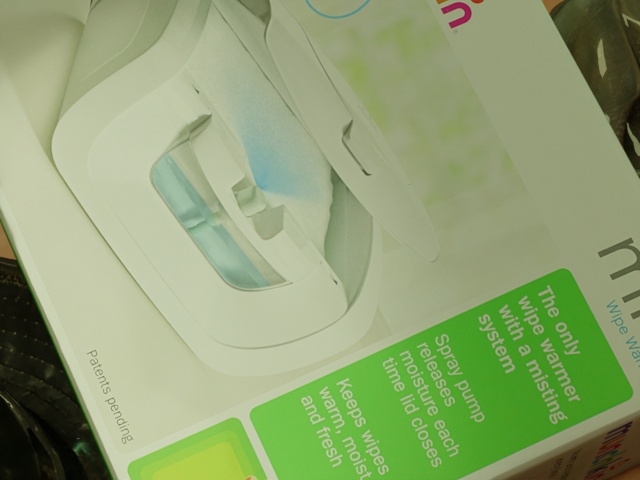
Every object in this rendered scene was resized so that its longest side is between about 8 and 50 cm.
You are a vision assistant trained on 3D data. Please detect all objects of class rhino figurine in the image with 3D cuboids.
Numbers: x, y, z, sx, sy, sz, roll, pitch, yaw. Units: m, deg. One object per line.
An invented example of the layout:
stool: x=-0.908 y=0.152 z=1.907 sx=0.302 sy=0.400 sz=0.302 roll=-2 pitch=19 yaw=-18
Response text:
rhino figurine: x=0.204 y=-0.106 z=0.837 sx=0.243 sy=0.073 sz=0.106 roll=-29 pitch=67 yaw=0

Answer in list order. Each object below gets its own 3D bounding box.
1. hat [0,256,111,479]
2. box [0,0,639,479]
hat: x=-0.196 y=0.142 z=0.806 sx=0.331 sy=0.134 sz=0.331 roll=-4 pitch=69 yaw=11
box: x=0.000 y=0.000 z=0.774 sx=0.231 sy=0.127 sz=0.262 roll=-23 pitch=72 yaw=-7
